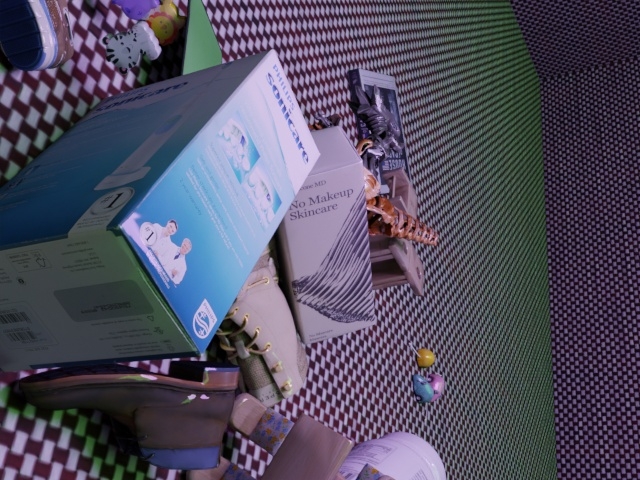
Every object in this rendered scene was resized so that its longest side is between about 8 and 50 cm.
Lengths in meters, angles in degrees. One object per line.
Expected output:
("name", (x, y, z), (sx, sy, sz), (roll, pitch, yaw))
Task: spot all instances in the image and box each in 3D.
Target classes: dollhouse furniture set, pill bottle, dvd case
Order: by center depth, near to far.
("dollhouse furniture set", (-0.067, 0.285, 0.732), (0.242, 0.212, 0.161), (-56, 139, -16))
("pill bottle", (0.069, 0.372, 1.011), (0.283, 0.160, 0.160), (-7, 89, -62))
("dollhouse furniture set", (0.095, -0.002, 1.213), (0.129, 0.129, 0.183), (58, 30, -38))
("dvd case", (0.121, -0.210, 1.430), (0.179, 0.030, 0.238), (-14, 93, -62))

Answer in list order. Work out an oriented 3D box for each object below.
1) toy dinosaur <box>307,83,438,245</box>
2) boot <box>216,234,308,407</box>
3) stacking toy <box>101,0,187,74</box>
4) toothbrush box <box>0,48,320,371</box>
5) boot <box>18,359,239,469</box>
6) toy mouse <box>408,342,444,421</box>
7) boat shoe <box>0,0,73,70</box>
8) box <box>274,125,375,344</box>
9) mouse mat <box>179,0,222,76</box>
("toy dinosaur", (0.029, -0.090, 1.058), (0.322, 0.164, 0.218), (52, 35, -27))
("boot", (-0.096, 0.110, 0.844), (0.262, 0.095, 0.203), (-45, 121, -69))
("stacking toy", (-0.217, -0.289, 0.743), (0.167, 0.052, 0.221), (-89, 156, -62))
("toothbrush box", (-0.157, -0.035, 0.646), (0.126, 0.216, 0.295), (65, 30, -30))
("boot", (-0.171, 0.169, 0.679), (0.219, 0.082, 0.106), (7, 86, -40))
("toy mouse", (0.222, 0.291, 1.465), (0.161, 0.031, 0.143), (34, 52, -55))
("boat shoe", (-0.272, -0.248, 0.663), (0.066, 0.066, 0.183), (-40, 125, -67))
("box", (0.000, 0.000, 0.936), (0.094, 0.113, 0.275), (-116, -167, -49))
("mouse mat", (-0.144, -0.192, 0.882), (0.152, 0.007, 0.189), (73, 19, -68))
